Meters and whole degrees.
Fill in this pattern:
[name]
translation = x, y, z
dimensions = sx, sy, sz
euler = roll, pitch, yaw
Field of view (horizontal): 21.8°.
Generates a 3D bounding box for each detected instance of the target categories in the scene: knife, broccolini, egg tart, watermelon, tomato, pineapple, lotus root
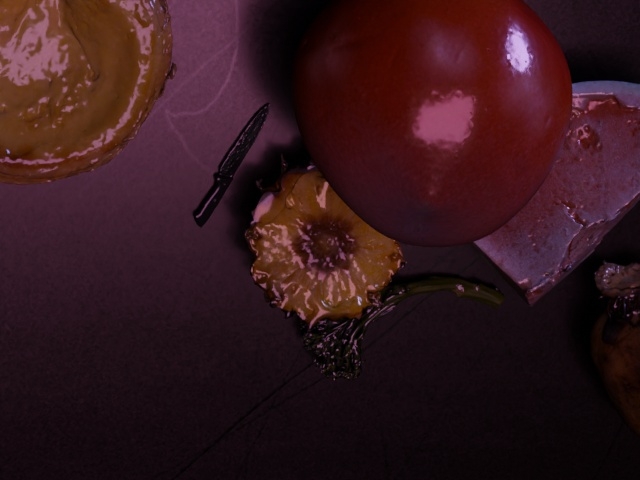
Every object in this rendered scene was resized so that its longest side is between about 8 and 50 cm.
[knife]
translation = -0.105, -0.091, 1.972
dimensions = 0.023, 0.010, 0.170
euler = 28, 99, -27
[broccolini]
translation = 0.104, 0.111, 2.073
dimensions = 0.271, 0.062, 0.123
euler = -8, 119, -13
[egg tart]
translation = -0.318, -0.215, 1.819
dimensions = 0.314, 0.120, 0.315
euler = -4, 109, -10
[watermelon]
translation = 0.319, -0.070, 1.989
dimensions = 0.305, 0.180, 0.224
euler = -44, 126, 2
[tomato]
translation = 0.120, -0.144, 1.826
dimensions = 0.321, 0.321, 0.322
euler = -4, 110, -12
[pineapple]
translation = 0.000, 0.000, 1.984
dimensions = 0.224, 0.076, 0.225
euler = -2, 96, -20
[lotus root]
translation = 0.445, 0.165, 2.121
dimensions = 0.169, 0.141, 0.314
euler = -27, 114, 1
